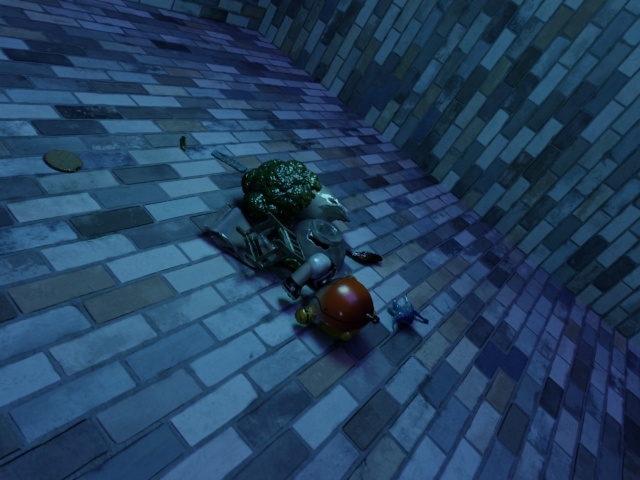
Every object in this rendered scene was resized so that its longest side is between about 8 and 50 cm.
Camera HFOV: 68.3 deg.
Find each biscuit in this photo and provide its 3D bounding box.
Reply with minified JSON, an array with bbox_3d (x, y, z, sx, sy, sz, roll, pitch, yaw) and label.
[{"bbox_3d":[-0.876,-0.273,1.610,0.120,0.015,0.120,24,32,-16],"label":"biscuit"}]

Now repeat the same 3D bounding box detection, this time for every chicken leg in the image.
[{"bbox_3d":[0.195,0.068,2.115,0.205,0.053,0.093,15,12,-41],"label":"chicken leg"}]

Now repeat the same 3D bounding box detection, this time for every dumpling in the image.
[{"bbox_3d":[-0.029,-0.159,2.115,0.260,0.342,0.181,38,51,-72],"label":"dumpling"}]

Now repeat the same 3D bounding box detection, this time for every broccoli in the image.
[{"bbox_3d":[-0.162,-0.179,1.896,0.322,0.283,0.303,3,47,13],"label":"broccoli"}]

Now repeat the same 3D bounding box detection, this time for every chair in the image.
[{"bbox_3d":[-0.173,0.024,1.705,0.136,0.147,0.270,67,9,25],"label":"chair"}]

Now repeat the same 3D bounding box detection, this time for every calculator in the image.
[{"bbox_3d":[-0.420,-0.366,2.174,0.172,0.018,0.057,29,29,-5],"label":"calculator"}]

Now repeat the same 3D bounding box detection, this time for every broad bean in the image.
[{"bbox_3d":[-0.036,0.144,1.787,0.318,0.056,0.098,24,42,-6],"label":"broad bean"}]

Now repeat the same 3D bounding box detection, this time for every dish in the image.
[{"bbox_3d":[0.000,0.000,1.956,0.303,0.120,0.303,25,31,-16],"label":"dish"}]

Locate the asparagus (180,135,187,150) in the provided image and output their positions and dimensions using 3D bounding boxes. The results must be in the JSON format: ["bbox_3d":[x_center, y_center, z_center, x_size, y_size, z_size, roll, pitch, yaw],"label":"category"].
[{"bbox_3d":[-0.603,-0.430,2.080,0.021,0.025,0.108,22,31,-37],"label":"asparagus"}]

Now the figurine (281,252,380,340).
[{"bbox_3d":[0.053,0.200,1.634,0.323,0.196,0.320,46,46,12],"label":"figurine"}]

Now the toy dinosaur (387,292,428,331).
[{"bbox_3d":[0.333,0.290,1.909,0.329,0.076,0.144,5,47,-55],"label":"toy dinosaur"}]

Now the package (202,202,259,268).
[{"bbox_3d":[-0.303,-0.015,1.760,0.251,0.062,0.204,44,29,-8],"label":"package"}]
